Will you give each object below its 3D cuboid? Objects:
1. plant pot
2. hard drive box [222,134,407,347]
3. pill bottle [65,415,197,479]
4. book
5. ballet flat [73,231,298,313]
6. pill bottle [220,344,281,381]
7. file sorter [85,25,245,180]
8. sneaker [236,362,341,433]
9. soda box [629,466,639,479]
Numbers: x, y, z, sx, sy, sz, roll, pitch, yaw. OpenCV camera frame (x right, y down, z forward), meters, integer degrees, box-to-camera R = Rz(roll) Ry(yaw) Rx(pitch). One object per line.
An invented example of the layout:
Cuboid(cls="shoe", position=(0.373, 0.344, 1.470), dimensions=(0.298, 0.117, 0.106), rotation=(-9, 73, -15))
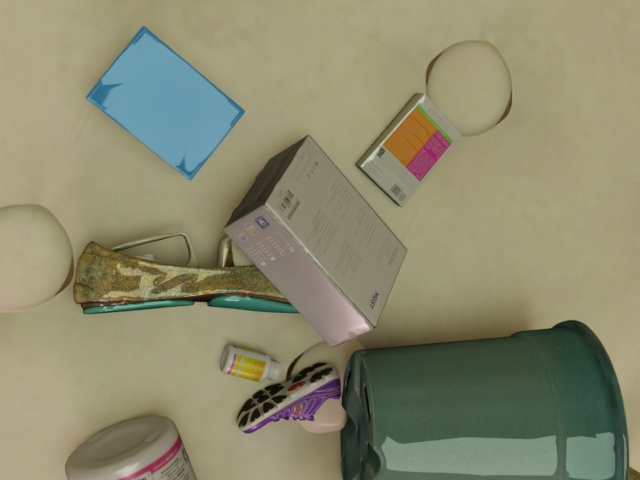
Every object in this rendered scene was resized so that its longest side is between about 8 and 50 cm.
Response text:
Cuboid(cls="plant pot", position=(0.211, 0.282, 1.360), dimensions=(0.334, 0.341, 0.341), rotation=(2, 98, -9))
Cuboid(cls="hard drive box", position=(0.000, 0.000, 1.310), dimensions=(0.232, 0.089, 0.181), rotation=(49, 38, -16))
Cuboid(cls="pill bottle", position=(-0.232, 0.404, 1.313), dimensions=(0.160, 0.160, 0.283), rotation=(-21, 104, -13))
Cuboid(cls="book", position=(0.134, -0.135, 1.413), dimensions=(0.096, 0.035, 0.144), rotation=(42, 85, -21))
Cuboid(cls="ballet flat", position=(-0.163, 0.046, 1.312), dimensions=(0.348, 0.123, 0.123), rotation=(1, 98, -17))
Cuboid(cls="pill bottle", position=(-0.102, 0.182, 1.381), dimensions=(0.083, 0.043, 0.043), rotation=(17, 93, -18))
Cuboid(cls="file sorter", position=(-0.212, -0.182, 1.262), dimensions=(0.170, 0.104, 0.118), rotation=(39, 85, -19))
Cuboid(cls="sneaker", position=(-0.042, 0.248, 1.399), dimensions=(0.170, 0.068, 0.071), rotation=(-24, 110, -13))
Cuboid(cls="soda box", position=(0.489, 0.405, 1.520), dimensions=(0.058, 0.181, 0.061), rotation=(-6, 100, -16))
